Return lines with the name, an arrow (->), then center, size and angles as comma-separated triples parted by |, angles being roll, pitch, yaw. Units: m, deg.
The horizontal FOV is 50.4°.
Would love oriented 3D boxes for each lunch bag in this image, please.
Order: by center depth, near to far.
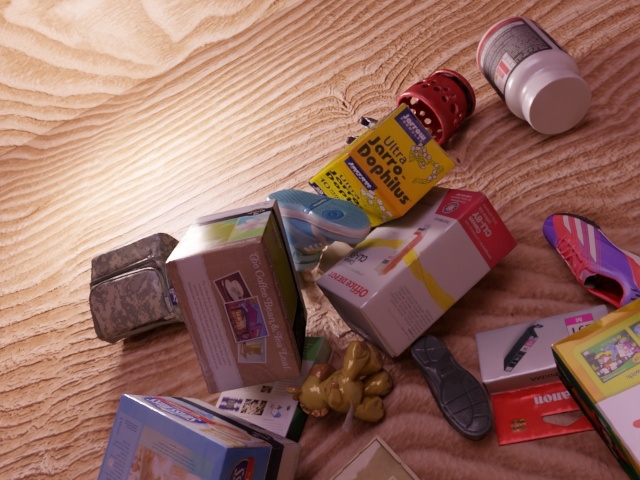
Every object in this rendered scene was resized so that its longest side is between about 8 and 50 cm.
lunch bag -> -0.515, 0.152, 1.990 | 0.305, 0.212, 0.256 | -18, 58, 17

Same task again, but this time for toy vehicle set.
toy vehicle set -> 0.131, 0.521, 1.318 | 0.166, 0.035, 0.267 | -40, 40, -10

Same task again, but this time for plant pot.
plant pot -> 0.060, 0.064, 1.786 | 0.096, 0.109, 0.109 | -49, 41, 0
plant pot -> 0.346, -0.401, 2.011 | 0.174, 0.191, 0.191 | -44, 41, -21

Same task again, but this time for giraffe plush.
giraffe plush -> 0.031, 0.327, 1.489 | 0.170, 0.181, 0.210 | -10, 26, 41

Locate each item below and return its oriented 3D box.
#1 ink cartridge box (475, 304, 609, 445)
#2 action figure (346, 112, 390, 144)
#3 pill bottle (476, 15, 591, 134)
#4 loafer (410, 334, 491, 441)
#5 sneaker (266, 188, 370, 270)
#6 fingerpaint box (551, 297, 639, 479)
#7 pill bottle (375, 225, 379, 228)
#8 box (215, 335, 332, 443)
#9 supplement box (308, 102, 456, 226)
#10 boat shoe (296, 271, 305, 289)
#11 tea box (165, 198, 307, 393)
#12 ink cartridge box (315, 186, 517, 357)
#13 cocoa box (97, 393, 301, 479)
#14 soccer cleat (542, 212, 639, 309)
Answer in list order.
ink cartridge box -> 0.462, 0.265, 1.355 | 0.275, 0.060, 0.239 | -16, 41, 18
action figure -> 0.193, -0.297, 2.049 | 0.285, 0.099, 0.185 | 37, 107, 59
pill bottle -> 0.592, -0.463, 1.901 | 0.210, 0.210, 0.363 | -24, 40, 9
loafer -> 0.275, 0.312, 1.419 | 0.096, 0.084, 0.267 | -21, 43, -8
sneaker -> 0.000, 0.000, 1.712 | 0.127, 0.208, 0.319 | -25, 33, -38
fingerpaint box -> 0.685, 0.242, 1.123 | 0.445, 0.163, 0.371 | -30, 49, 2
pill bottle -> 0.203, -0.070, 1.857 | 0.116, 0.065, 0.065 | -43, 41, -13
box -> -0.128, 0.371, 1.624 | 0.232, 0.058, 0.322 | -2, 49, 32
supplement box -> 0.139, -0.165, 1.698 | 0.195, 0.194, 0.356 | -43, 6, -16
boat shoe -> -0.073, 0.096, 1.878 | 0.042, 0.049, 0.133 | -30, 37, 10
tea box -> -0.176, 0.119, 1.581 | 0.220, 0.329, 0.323 | -13, 18, 6
ink cartridge box -> 0.213, 0.056, 1.588 | 0.385, 0.160, 0.279 | -42, 21, -11
cocoa box -> -0.259, 0.478, 1.405 | 0.347, 0.228, 0.231 | 11, 84, 40
soccer cleat -> 0.576, 0.042, 1.460 | 0.116, 0.108, 0.318 | -23, 40, -18
